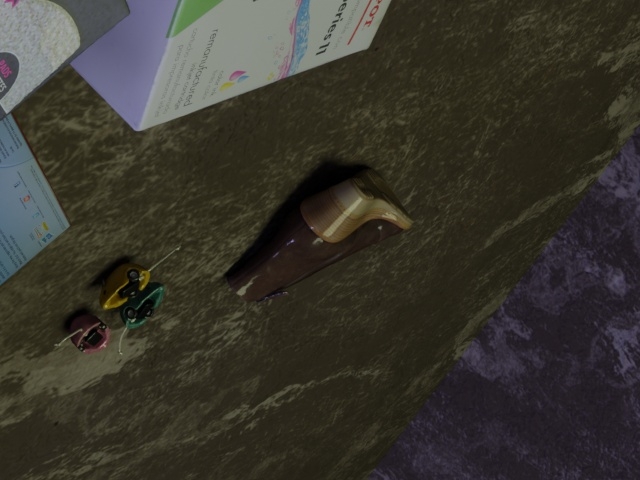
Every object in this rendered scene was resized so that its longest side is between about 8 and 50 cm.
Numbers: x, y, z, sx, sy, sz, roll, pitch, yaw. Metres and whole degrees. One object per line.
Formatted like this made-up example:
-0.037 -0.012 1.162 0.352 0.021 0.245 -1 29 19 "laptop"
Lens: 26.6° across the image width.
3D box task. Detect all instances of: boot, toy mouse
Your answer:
0.000 0.000 1.723 0.207 0.090 0.248 -39 165 14 "boot"
-0.220 0.077 1.442 0.161 0.031 0.143 -37 159 -25 "toy mouse"

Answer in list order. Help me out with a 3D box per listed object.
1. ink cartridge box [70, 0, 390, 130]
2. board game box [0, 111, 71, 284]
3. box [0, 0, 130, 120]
-0.027 -0.240 1.080 0.353 0.119 0.207 -28 153 -44 "ink cartridge box"
-0.291 -0.032 1.082 0.145 0.027 0.281 -43 161 -15 "board game box"
-0.230 -0.176 0.745 0.163 0.142 0.247 -43 160 -12 "box"
